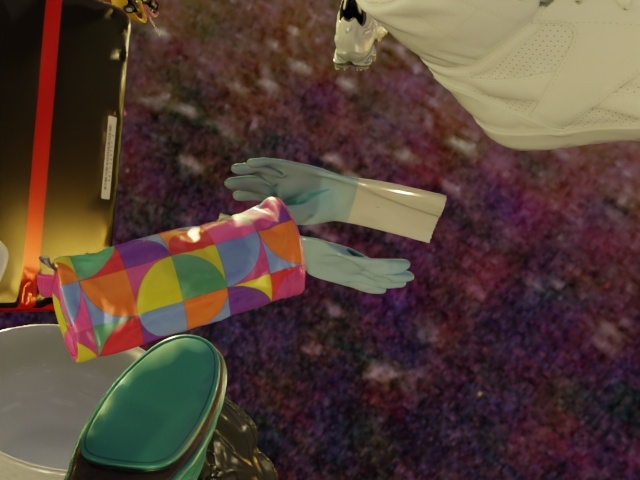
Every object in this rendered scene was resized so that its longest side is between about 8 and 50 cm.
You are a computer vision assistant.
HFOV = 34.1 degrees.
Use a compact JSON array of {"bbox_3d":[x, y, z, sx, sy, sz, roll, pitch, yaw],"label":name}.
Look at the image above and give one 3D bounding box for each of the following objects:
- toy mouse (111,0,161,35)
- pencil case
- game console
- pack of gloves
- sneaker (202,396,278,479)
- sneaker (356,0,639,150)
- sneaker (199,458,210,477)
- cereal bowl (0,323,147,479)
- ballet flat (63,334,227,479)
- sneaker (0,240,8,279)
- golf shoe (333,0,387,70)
[{"bbox_3d":[-0.258,-0.355,1.431,0.031,0.161,0.143,-10,61,14],"label":"toy mouse"},{"bbox_3d":[-0.132,0.032,0.948,0.236,0.104,0.104,-14,47,-17],"label":"pencil case"},{"bbox_3d":[-0.342,-0.110,1.174,0.060,0.386,0.342,6,0,24],"label":"game console"},{"bbox_3d":[0.000,0.000,1.127,0.232,0.195,0.046,13,53,-1],"label":"pack of gloves"},{"bbox_3d":[-0.178,0.392,1.932,0.130,0.286,0.109,-39,35,-24],"label":"sneaker"},{"bbox_3d":[0.144,-0.124,0.496,0.169,0.293,0.108,33,64,-34],"label":"sneaker"},{"bbox_3d":[-0.194,0.250,1.282,0.089,0.170,0.051,-19,49,-9],"label":"sneaker"},{"bbox_3d":[-0.374,0.270,1.501,0.339,0.141,0.339,14,25,-7],"label":"cereal bowl"},{"bbox_3d":[-0.123,0.167,0.660,0.083,0.087,0.247,9,39,12],"label":"ballet flat"},{"bbox_3d":[-0.310,0.070,0.600,0.147,0.105,0.295,50,45,-32],"label":"sneaker"},{"bbox_3d":[0.056,-0.310,1.444,0.069,0.086,0.176,0,39,8],"label":"golf shoe"}]
